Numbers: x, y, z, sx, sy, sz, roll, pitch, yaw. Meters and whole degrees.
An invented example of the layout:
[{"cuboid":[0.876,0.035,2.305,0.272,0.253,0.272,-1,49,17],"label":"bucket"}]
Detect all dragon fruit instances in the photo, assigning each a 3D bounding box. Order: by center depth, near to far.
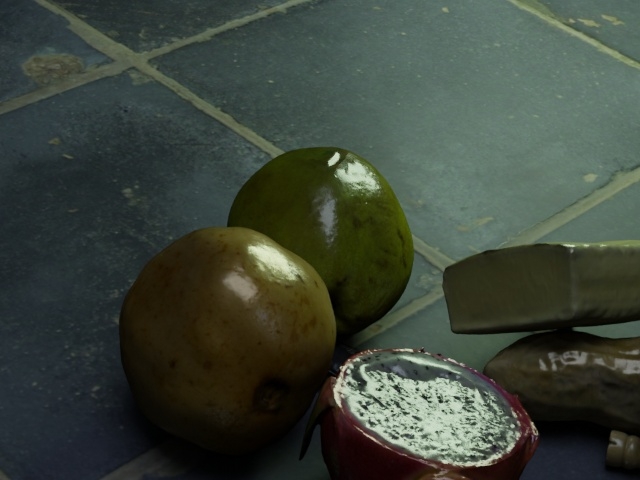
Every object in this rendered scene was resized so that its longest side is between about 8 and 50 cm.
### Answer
[{"cuboid":[0.123,0.273,1.946,0.290,0.189,0.290,11,31,-7],"label":"dragon fruit"}]

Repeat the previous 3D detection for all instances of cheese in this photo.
[{"cuboid":[0.347,0.065,2.171,0.265,0.124,0.242,-2,-2,-42],"label":"cheese"}]

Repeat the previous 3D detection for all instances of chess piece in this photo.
[{"cuboid":[0.446,0.290,2.073,0.122,0.066,0.066,12,36,16],"label":"chess piece"}]

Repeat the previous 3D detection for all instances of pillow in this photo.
[{"cuboid":[0.030,0.175,2.161,0.150,0.048,0.090,24,42,25],"label":"pillow"}]

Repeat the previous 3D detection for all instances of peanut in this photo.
[{"cuboid":[0.378,0.195,2.119,0.313,0.149,0.149,4,36,-2],"label":"peanut"}]

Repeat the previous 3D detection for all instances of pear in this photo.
[{"cuboid":[0.000,0.000,2.233,0.269,0.269,0.321,1,40,-9],"label":"pear"}]

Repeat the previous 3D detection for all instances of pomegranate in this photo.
[{"cuboid":[-0.120,0.132,2.001,0.307,0.307,0.307,5,36,-4],"label":"pomegranate"}]
